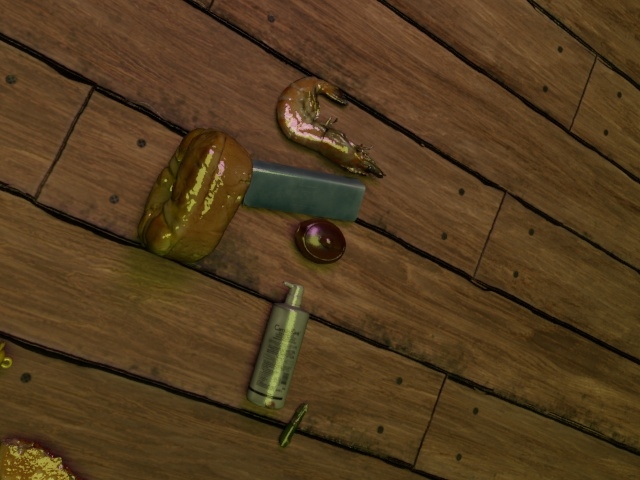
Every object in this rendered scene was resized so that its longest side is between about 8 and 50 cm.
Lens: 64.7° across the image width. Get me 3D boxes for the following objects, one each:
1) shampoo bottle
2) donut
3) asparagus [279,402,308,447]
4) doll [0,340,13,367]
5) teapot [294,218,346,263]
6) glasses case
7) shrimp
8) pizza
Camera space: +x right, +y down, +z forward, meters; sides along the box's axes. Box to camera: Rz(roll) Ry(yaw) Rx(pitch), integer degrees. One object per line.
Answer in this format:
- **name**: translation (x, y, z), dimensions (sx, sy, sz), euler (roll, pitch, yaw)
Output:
- **shampoo bottle**: translation (-0.084, 0.222, 1.088), dimensions (0.085, 0.085, 0.262), euler (18, 84, -20)
- **donut**: translation (-0.238, -0.086, 0.961), dimensions (0.128, 0.208, 0.261), euler (29, 95, -32)
- **asparagus**: translation (-0.058, 0.413, 1.135), dimensions (0.025, 0.021, 0.108), euler (38, 78, -22)
- **doll**: translation (-0.642, 0.175, 0.879), dimensions (0.207, 0.081, 0.129), euler (31, 88, -20)
- **teapot**: translation (0.000, 0.000, 1.117), dimensions (0.129, 0.078, 0.098), euler (28, 81, -19)
- **glasses case**: translation (-0.034, -0.110, 1.115), dimensions (0.266, 0.056, 0.105), euler (7, 88, -20)
- **shrimp**: translation (0.042, -0.256, 1.145), dimensions (0.296, 0.058, 0.169), euler (29, 79, -15)
- **pizza**: translation (-0.509, 0.464, 0.946), dimensions (0.246, 0.058, 0.127), euler (41, 79, -15)
